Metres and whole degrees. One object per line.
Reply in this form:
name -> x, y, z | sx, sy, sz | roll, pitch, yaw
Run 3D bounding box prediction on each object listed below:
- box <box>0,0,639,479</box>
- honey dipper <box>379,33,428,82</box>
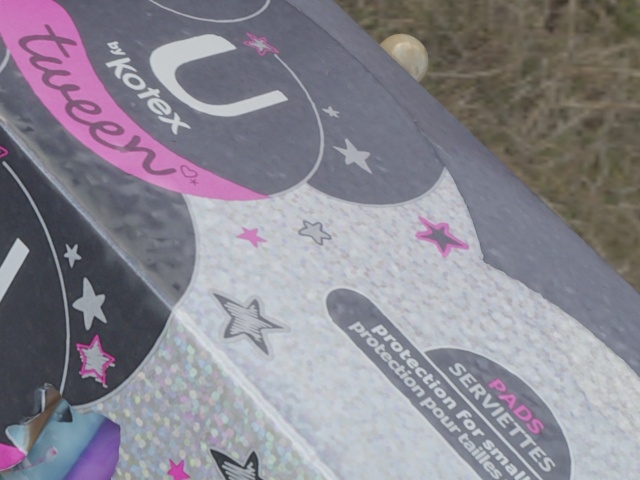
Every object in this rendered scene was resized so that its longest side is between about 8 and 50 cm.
box -> -0.025, 0.035, 0.460 | 0.163, 0.247, 0.142 | -22, 151, -51
honey dipper -> 0.000, 0.000, 0.558 | 0.030, 0.030, 0.160 | 8, 123, -33
